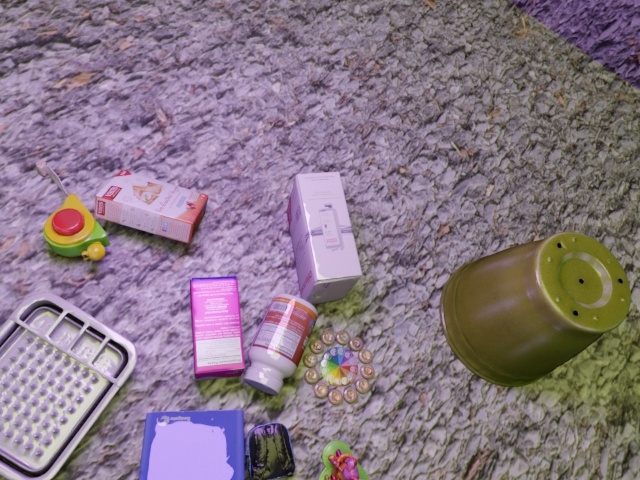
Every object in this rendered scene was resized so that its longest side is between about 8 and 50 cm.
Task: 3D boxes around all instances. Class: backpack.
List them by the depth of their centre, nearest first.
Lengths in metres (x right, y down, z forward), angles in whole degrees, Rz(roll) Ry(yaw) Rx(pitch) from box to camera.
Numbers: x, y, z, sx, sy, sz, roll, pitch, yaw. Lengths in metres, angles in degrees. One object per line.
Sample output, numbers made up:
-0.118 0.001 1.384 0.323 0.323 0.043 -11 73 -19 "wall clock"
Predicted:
-0.115 0.461 1.111 0.105 0.084 0.114 -5 73 -16 "backpack"

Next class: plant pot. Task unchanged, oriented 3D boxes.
0.543 0.151 1.261 0.367 0.353 0.366 5 65 -12 "plant pot"

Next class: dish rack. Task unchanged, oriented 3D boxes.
-0.589 0.308 1.074 0.286 0.072 0.332 32 63 1 "dish rack"

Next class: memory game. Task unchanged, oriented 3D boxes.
0.047 0.313 1.258 0.186 0.012 0.186 5 65 -11 "memory game"

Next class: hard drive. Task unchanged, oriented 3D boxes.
-0.260 0.503 1.023 0.211 0.040 0.318 3 46 -13 "hard drive"

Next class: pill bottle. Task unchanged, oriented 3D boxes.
-0.096 0.244 1.194 0.121 0.121 0.216 25 64 -2 "pill bottle"

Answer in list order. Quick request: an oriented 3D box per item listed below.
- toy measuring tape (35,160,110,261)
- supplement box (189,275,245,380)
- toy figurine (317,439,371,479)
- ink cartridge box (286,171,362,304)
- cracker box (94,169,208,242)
-0.630 -0.061 1.214 0.121 0.121 0.330 -37 70 -25 "toy measuring tape"
-0.244 0.205 1.181 0.114 0.111 0.219 -1 67 -15 "supplement box"
0.066 0.516 1.089 0.130 0.159 0.173 -5 67 -16 "toy figurine"
0.000 0.000 1.278 0.117 0.207 0.282 -6 68 -14 "ink cartridge box"
-0.413 -0.088 1.257 0.233 0.067 0.155 16 31 -6 "cracker box"
